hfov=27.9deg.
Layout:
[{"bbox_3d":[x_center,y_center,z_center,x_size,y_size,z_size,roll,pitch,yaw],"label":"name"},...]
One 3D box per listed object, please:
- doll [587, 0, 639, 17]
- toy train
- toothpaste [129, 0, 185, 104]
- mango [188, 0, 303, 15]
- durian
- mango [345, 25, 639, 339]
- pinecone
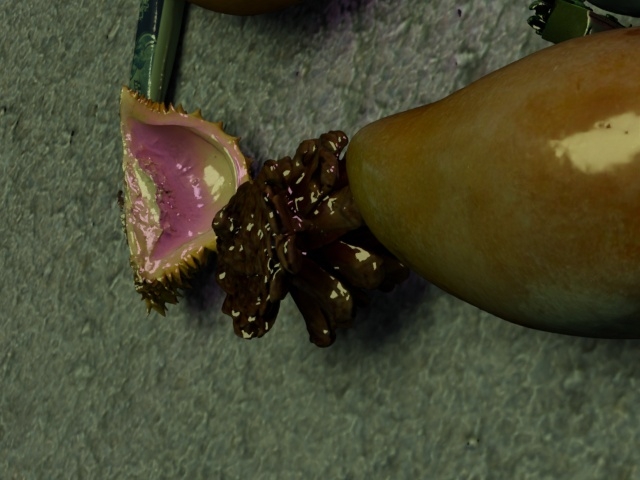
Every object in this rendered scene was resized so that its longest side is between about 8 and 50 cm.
[{"bbox_3d":[0.275,-0.260,0.892,0.228,0.154,0.258,19,75,44],"label":"doll"},{"bbox_3d":[0.207,-0.146,0.937,0.071,0.148,0.038,43,112,42],"label":"toy train"},{"bbox_3d":[-0.180,-0.235,1.430,0.069,0.047,0.268,-1,75,31],"label":"toothpaste"},{"bbox_3d":[-0.090,-0.351,1.269,0.378,0.221,0.264,10,83,55],"label":"mango"},{"bbox_3d":[-0.147,-0.039,1.250,0.165,0.132,0.182,-54,55,28],"label":"durian"},{"bbox_3d":[0.175,-0.036,0.863,0.384,0.221,0.199,2,79,38],"label":"mango"},{"bbox_3d":[-0.003,-0.002,1.063,0.150,0.195,0.179,49,146,3],"label":"pinecone"}]
